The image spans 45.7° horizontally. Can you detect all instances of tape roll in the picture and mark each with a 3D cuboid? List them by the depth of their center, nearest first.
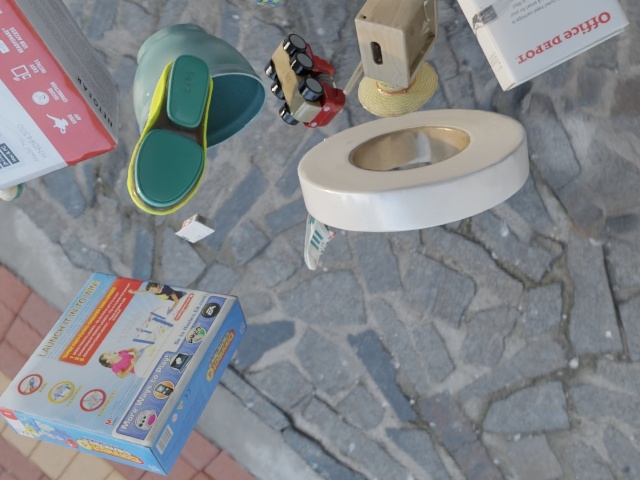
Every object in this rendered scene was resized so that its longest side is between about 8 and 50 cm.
[{"bbox_3d":[0.154,-0.129,1.292,0.393,0.392,0.071,-4,116,19],"label":"tape roll"}]

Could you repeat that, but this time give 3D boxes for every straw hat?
[{"bbox_3d":[0.131,-0.289,1.328,0.145,0.144,0.061,5,151,16],"label":"straw hat"}]

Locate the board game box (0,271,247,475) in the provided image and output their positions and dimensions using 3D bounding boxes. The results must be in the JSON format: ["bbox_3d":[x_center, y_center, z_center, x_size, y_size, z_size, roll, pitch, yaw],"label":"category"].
[{"bbox_3d":[-0.325,0.209,1.281,0.302,0.308,0.086,8,137,22],"label":"board game box"}]

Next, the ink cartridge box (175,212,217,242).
[{"bbox_3d":[-0.334,-0.033,2.030,0.063,0.029,0.115,29,147,-28],"label":"ink cartridge box"}]

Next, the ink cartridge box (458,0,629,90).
[{"bbox_3d":[0.329,-0.404,1.211,0.197,0.114,0.272,-27,90,7],"label":"ink cartridge box"}]

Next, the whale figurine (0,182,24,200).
[{"bbox_3d":[-0.462,-0.194,1.158,0.216,0.141,0.271,5,90,30],"label":"whale figurine"}]

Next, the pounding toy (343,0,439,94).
[{"bbox_3d":[0.095,-0.285,1.074,0.100,0.130,0.141,21,155,22],"label":"pounding toy"}]

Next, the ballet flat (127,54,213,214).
[{"bbox_3d":[-0.167,-0.107,0.847,0.077,0.230,0.077,20,142,-19],"label":"ballet flat"}]

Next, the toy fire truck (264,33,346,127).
[{"bbox_3d":[-0.001,-0.370,1.894,0.158,0.247,0.216,-45,52,40],"label":"toy fire truck"}]

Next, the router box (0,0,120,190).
[{"bbox_3d":[-0.351,-0.153,0.514,0.301,0.082,0.335,-19,137,8],"label":"router box"}]

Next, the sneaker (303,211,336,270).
[{"bbox_3d":[0.000,0.000,1.975,0.076,0.057,0.161,2,87,13],"label":"sneaker"}]

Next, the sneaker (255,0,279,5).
[{"bbox_3d":[-0.111,-0.549,1.629,0.067,0.188,0.078,1,102,-6],"label":"sneaker"}]

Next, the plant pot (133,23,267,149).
[{"bbox_3d":[-0.291,-0.352,1.685,0.293,0.293,0.196,-35,72,25],"label":"plant pot"}]
